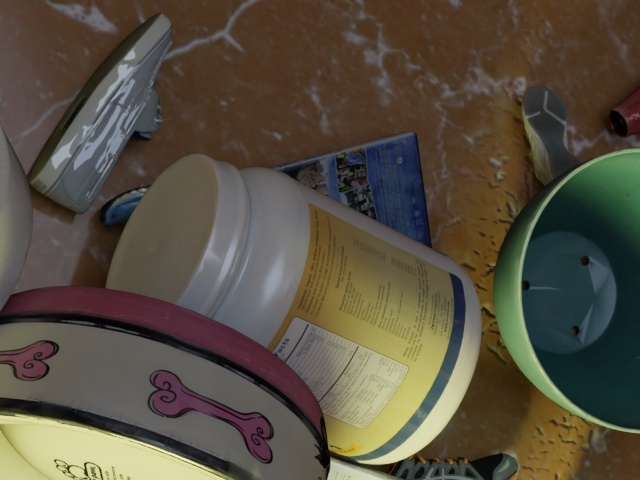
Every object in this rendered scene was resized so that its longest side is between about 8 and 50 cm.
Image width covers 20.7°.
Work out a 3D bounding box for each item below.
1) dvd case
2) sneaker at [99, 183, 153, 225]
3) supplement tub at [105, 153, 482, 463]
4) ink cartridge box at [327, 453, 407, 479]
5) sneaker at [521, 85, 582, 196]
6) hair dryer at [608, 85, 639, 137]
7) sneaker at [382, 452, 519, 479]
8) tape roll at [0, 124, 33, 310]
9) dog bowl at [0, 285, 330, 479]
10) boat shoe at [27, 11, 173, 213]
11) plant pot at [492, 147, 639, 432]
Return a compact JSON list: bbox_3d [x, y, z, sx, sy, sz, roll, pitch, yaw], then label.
[{"bbox_3d":[0.000,0.000,1.835,0.253,0.022,0.180,-16,108,-23],"label":"dvd case"},{"bbox_3d":[-0.146,-0.019,1.795,0.162,0.063,0.073,1,83,-21],"label":"sneaker"},{"bbox_3d":[-0.026,0.066,1.694,0.316,0.228,0.228,26,72,-28],"label":"supplement tub"},{"bbox_3d":[0.043,0.342,1.754,0.224,0.045,0.223,22,93,-6],"label":"ink cartridge box"},{"bbox_3d":[0.255,-0.103,1.971,0.054,0.061,0.152,-6,63,-14],"label":"sneaker"},{"bbox_3d":[0.470,-0.123,2.039,0.294,0.080,0.223,16,76,-17],"label":"hair dryer"},{"bbox_3d":[0.110,0.257,1.831,0.215,0.084,0.083,-16,81,-22],"label":"sneaker"},{"bbox_3d":[-0.448,-0.001,1.543,0.392,0.072,0.392,-8,50,10],"label":"tape roll"},{"bbox_3d":[-0.175,0.191,1.580,0.408,0.408,0.150,25,58,-15],"label":"dog bowl"},{"bbox_3d":[-0.207,-0.127,1.790,0.081,0.079,0.227,39,74,-20],"label":"boat shoe"},{"bbox_3d":[0.301,0.054,1.870,0.290,0.195,0.290,1,87,-19],"label":"plant pot"}]
